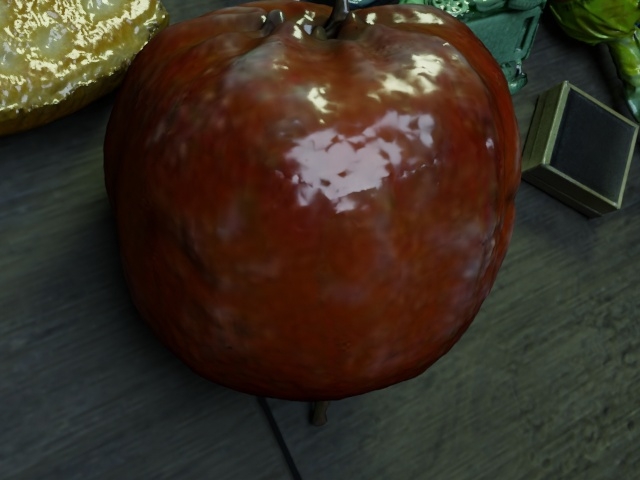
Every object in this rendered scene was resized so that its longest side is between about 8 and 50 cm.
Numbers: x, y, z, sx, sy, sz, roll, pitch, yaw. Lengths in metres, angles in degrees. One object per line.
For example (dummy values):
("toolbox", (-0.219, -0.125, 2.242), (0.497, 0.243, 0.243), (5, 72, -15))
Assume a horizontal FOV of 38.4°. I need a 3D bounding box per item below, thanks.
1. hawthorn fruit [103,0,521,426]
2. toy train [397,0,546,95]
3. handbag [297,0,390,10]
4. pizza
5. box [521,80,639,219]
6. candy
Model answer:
("hawthorn fruit", (0.000, 0.000, 0.526), (0.242, 0.242, 0.271), (-14, 116, -27))
("toy train", (0.110, -0.160, 0.671), (0.149, 0.099, 0.081), (-18, 53, -20))
("handbag", (-0.005, -0.267, 0.656), (0.144, 0.057, 0.221), (-35, 94, -31))
("pizza", (-0.201, -0.152, 0.536), (0.188, 0.062, 0.199), (-33, 88, -40))
("box", (0.204, -0.069, 0.719), (0.083, 0.035, 0.079), (26, 69, -18))
("candy", (0.263, -0.119, 0.749), (0.077, 0.073, 0.262), (-39, 105, -54))
